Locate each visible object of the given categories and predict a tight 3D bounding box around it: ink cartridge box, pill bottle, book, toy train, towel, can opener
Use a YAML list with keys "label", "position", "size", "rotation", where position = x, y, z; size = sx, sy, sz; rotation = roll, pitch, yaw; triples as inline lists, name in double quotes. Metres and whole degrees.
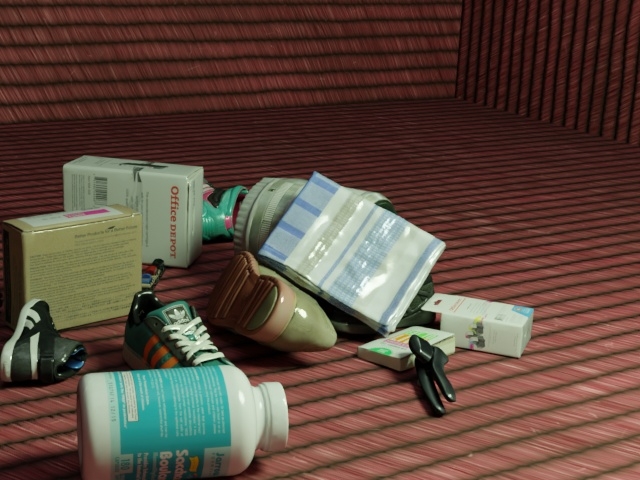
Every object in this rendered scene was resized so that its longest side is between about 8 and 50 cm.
- label: "ink cartridge box"
  position: [0.274, 0.147, 2.018]
  size: [0.181, 0.061, 0.104]
  rotation: [9, 17, 19]
- label: "pill bottle"
  position: [-0.180, 0.238, 1.490]
  size: [0.264, 0.146, 0.146]
  rotation: [-2, 17, -15]
- label: "book"
  position: [0.146, 0.182, 1.942]
  size: [0.096, 0.035, 0.144]
  rotation: [13, 20, 42]
- label: "toy train"
  position: [-0.328, 0.067, 2.234]
  size: [0.027, 0.036, 0.158]
  rotation: [4, 17, 3]
- label: "ink cartridge box"
  position: [-0.385, -0.061, 2.376]
  size: [0.273, 0.197, 0.114]
  rotation: [6, 17, 11]
- label: "towel"
  position: [0.055, 0.018, 2.016]
  size: [0.285, 0.034, 0.209]
  rotation: [30, 68, 13]
- label: "ink cartridge box"
  position: [-0.433, 0.048, 2.008]
  size: [0.235, 0.193, 0.088]
  rotation: [-10, 21, -39]
- label: "can opener"
  position: [0.174, 0.216, 1.791]
  size: [0.073, 0.059, 0.186]
  rotation: [26, 20, -18]

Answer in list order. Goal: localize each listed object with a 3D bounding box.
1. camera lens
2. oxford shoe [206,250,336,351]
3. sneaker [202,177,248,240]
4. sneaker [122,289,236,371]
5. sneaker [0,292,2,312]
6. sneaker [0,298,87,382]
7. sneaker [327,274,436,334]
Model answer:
- label: "camera lens"
  position: [0.000, 0.000, 2.195]
  size: [0.274, 0.219, 0.219]
  rotation: [12, 19, 28]
- label: "oxford shoe"
  position: [-0.093, 0.123, 1.997]
  size: [0.146, 0.140, 0.397]
  rotation: [30, 2, -21]
- label: "sneaker"
  position: [-0.227, -0.081, 2.590]
  size: [0.178, 0.123, 0.295]
  rotation: [-2, 24, 1]
- label: "sneaker"
  position: [-0.219, 0.164, 1.775]
  size: [0.108, 0.121, 0.302]
  rotation: [-11, 22, -38]
- label: "sneaker"
  position: [-0.626, 0.123, 1.924]
  size: [0.106, 0.078, 0.234]
  rotation: [9, 20, 14]
- label: "sneaker"
  position: [-0.428, 0.166, 1.832]
  size: [0.121, 0.079, 0.217]
  rotation: [5, 25, -2]
- label: "sneaker"
  position: [0.109, 0.096, 2.052]
  size: [0.227, 0.130, 0.087]
  rotation: [-8, 18, -27]
